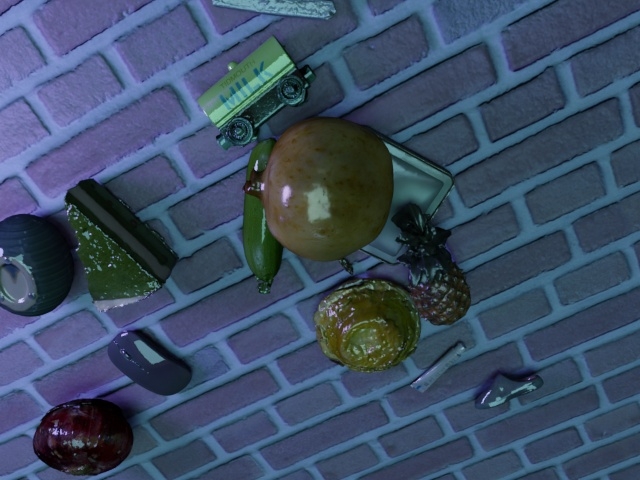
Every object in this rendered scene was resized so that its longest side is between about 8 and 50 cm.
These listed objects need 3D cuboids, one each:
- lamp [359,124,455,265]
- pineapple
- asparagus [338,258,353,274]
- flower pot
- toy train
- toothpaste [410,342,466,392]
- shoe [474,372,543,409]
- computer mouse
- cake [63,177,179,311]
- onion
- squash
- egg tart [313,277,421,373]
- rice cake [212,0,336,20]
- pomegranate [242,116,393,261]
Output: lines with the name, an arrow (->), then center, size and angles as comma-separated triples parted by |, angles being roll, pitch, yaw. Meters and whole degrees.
lamp -> 0.135, -0.096, 1.249 | 0.269, 0.047, 0.267 | 26, 110, -13
pineapple -> 0.254, 0.053, 1.250 | 0.170, 0.141, 0.310 | -48, 127, -26
asparagus -> 0.000, 0.000, 1.300 | 0.248, 0.025, 0.024 | 43, 89, -19
flower pot -> -0.672, 0.061, 1.235 | 0.189, 0.157, 0.243 | -1, 116, -3
toy train -> -0.140, -0.307, 1.122 | 0.253, 0.105, 0.157 | -36, 97, 12
toothpaste -> 0.325, 0.347, 1.466 | 0.048, 0.031, 0.190 | 32, 113, -18
shoe -> 0.509, 0.401, 1.482 | 0.195, 0.079, 0.078 | -25, 78, 18
computer mouse -> -0.450, 0.329, 1.416 | 0.120, 0.057, 0.232 | -42, 110, 15
cake -> -0.494, 0.019, 1.221 | 0.172, 0.158, 0.284 | -36, 109, 15
onion -> -0.625, 0.520, 1.426 | 0.246, 0.190, 0.246 | -5, 135, -5
squash -> -0.128, -0.049, 1.233 | 0.101, 0.101, 0.379 | 2, 115, -3
egg tart -> 0.122, 0.234, 1.361 | 0.294, 0.116, 0.295 | 0, 116, 0
rice cake -> -0.091, -0.471, 1.072 | 0.245, 0.045, 0.042 | 5, 111, -3
pomegranate -> 0.018, -0.101, 1.080 | 0.307, 0.307, 0.307 | -1, 114, -2
